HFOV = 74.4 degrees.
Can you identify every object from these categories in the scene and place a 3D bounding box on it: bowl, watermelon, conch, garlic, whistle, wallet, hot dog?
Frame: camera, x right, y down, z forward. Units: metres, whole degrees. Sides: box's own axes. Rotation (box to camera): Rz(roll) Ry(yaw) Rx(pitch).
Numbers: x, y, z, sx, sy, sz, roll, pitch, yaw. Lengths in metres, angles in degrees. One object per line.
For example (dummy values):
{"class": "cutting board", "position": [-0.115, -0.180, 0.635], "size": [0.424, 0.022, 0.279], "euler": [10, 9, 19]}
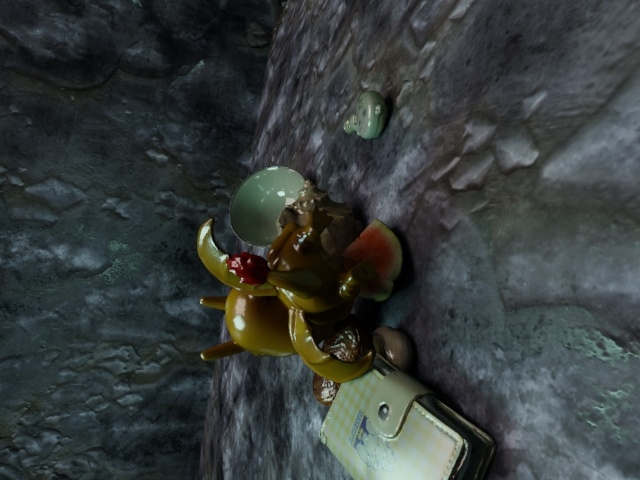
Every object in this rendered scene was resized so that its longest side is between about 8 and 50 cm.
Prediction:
{"class": "bowl", "position": [-0.173, -0.109, 1.651], "size": [0.157, 0.338, 0.337], "euler": [49, -139, -64]}
{"class": "watermelon", "position": [0.132, 0.060, 0.940], "size": [0.145, 0.137, 0.192], "euler": [23, 103, 34]}
{"class": "conch", "position": [0.007, -0.006, 1.134], "size": [0.186, 0.263, 0.324], "euler": [-29, 87, 38]}
{"class": "garlic", "position": [0.152, 0.224, 0.848], "size": [0.152, 0.066, 0.084], "euler": [-125, 21, -65]}
{"class": "whistle", "position": [0.125, -0.343, 1.188], "size": [0.258, 0.067, 0.126], "euler": [-163, 72, -74]}
{"class": "wallet", "position": [0.121, 0.343, 0.725], "size": [0.310, 0.077, 0.223], "euler": [24, 96, 58]}
{"class": "hot dog", "position": [0.052, 0.280, 1.018], "size": [0.160, 0.099, 0.226], "euler": [-156, 80, -69]}

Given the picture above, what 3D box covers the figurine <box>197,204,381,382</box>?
{"class": "figurine", "position": [-0.091, 0.111, 0.904], "size": [0.387, 0.401, 0.268], "euler": [-46, 12, 44]}
